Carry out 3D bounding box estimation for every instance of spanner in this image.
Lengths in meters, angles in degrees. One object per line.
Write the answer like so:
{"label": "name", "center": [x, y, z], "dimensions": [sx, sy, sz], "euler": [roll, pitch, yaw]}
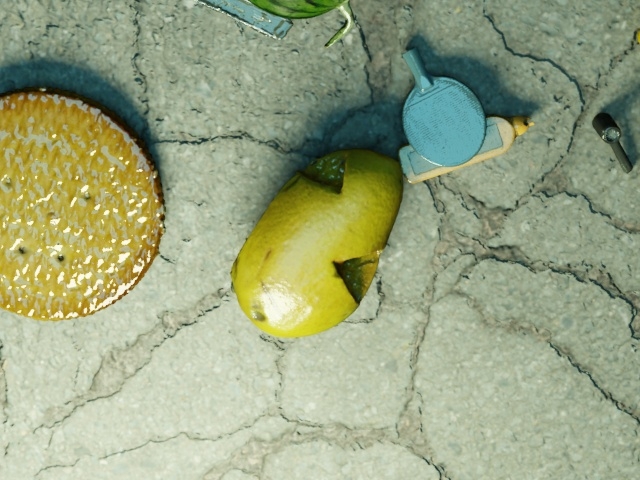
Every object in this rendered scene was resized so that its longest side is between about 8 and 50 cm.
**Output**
{"label": "spanner", "center": [-0.183, -0.322, 1.903], "dimensions": [0.325, 0.026, 0.093], "euler": [24, 103, -7]}

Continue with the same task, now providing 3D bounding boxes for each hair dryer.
{"label": "hair dryer", "center": [0.363, -0.114, 1.942], "dimensions": [0.026, 0.047, 0.083], "euler": [-27, 117, 8]}

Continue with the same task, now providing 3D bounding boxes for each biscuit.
{"label": "biscuit", "center": [-0.340, -0.044, 1.972], "dimensions": [0.305, 0.038, 0.305], "euler": [1, 106, 3]}

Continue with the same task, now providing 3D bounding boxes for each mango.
{"label": "mango", "center": [0.000, 0.000, 1.933], "dimensions": [0.167, 0.130, 0.262], "euler": [29, 99, -9]}

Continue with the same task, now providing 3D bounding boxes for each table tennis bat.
{"label": "table tennis bat", "center": [0.141, -0.163, 1.922], "dimensions": [0.100, 0.019, 0.155], "euler": [-28, 89, 5]}

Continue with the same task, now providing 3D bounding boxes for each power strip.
{"label": "power strip", "center": [0.177, -0.119, 1.947], "dimensions": [0.178, 0.028, 0.049], "euler": [-19, 104, 6]}

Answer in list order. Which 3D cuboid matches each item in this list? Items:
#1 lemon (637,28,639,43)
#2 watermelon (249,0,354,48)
{"label": "lemon", "center": [0.494, -0.260, 1.817], "dimensions": [0.260, 0.204, 0.204], "euler": [-17, 104, 7]}
{"label": "watermelon", "center": [-0.019, -0.337, 1.807], "dimensions": [0.188, 0.188, 0.214], "euler": [-34, 89, 9]}
